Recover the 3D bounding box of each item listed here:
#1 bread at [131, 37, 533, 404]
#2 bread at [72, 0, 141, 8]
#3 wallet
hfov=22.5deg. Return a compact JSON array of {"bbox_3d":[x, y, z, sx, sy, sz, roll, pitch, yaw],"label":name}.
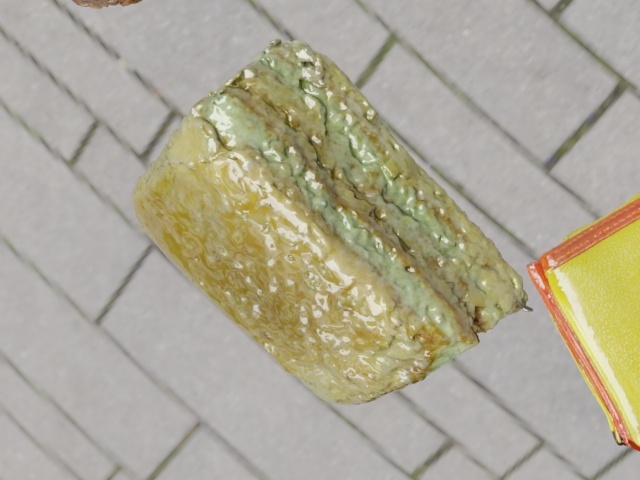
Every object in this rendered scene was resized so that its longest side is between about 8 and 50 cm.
[{"bbox_3d":[0.000,0.000,0.856,0.196,0.102,0.138,48,150,-6],"label":"bread"},{"bbox_3d":[-0.134,-0.198,0.785,0.132,0.103,0.172,50,174,20],"label":"bread"},{"bbox_3d":[0.253,0.014,1.011,0.141,0.241,0.067,60,165,2],"label":"wallet"}]
